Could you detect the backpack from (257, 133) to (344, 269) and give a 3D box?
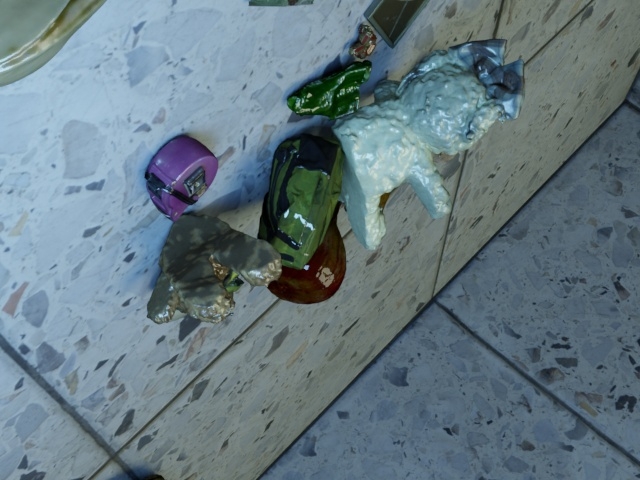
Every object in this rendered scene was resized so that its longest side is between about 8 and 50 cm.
[{"bbox_3d":[-0.042,-0.069,1.683,0.207,0.140,0.253,109,-4,-46],"label":"backpack"}]

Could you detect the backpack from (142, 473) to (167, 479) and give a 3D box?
[{"bbox_3d":[-0.490,0.755,2.237,0.353,0.201,0.378,-54,164,0],"label":"backpack"}]

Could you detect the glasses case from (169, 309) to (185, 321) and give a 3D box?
[{"bbox_3d":[-0.291,0.145,1.793,0.032,0.021,0.083,-57,160,23],"label":"glasses case"}]

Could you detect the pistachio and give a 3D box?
[{"bbox_3d":[-0.294,-0.237,0.890,0.226,0.136,0.136,-45,161,-21],"label":"pistachio"}]

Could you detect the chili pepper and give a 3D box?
[{"bbox_3d":[0.021,-0.276,1.638,0.216,0.062,0.108,-28,146,-46],"label":"chili pepper"}]

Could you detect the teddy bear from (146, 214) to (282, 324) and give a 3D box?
[{"bbox_3d":[-0.188,0.082,1.566,0.246,0.296,0.222,-32,131,-18],"label":"teddy bear"}]

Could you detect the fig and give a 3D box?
[{"bbox_3d":[-0.031,-0.008,1.960,0.190,0.191,0.290,48,46,-71],"label":"fig"}]

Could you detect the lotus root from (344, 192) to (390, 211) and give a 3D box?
[{"bbox_3d":[0.128,-0.134,2.101,0.108,0.095,0.190,-92,-155,-64],"label":"lotus root"}]

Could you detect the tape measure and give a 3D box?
[{"bbox_3d":[-0.217,-0.100,1.412,0.118,0.074,0.125,-46,163,-13],"label":"tape measure"}]

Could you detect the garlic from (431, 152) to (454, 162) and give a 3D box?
[{"bbox_3d":[0.269,-0.293,2.018,0.245,0.160,0.245,-11,136,-11],"label":"garlic"}]

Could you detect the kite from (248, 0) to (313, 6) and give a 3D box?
[{"bbox_3d":[-0.031,-0.425,1.309,0.229,0.012,0.250,-50,161,-9],"label":"kite"}]

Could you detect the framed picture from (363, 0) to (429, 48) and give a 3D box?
[{"bbox_3d":[0.185,-0.487,1.669,0.250,0.016,0.184,-52,161,8],"label":"framed picture"}]

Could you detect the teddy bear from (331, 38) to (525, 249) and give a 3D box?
[{"bbox_3d":[0.210,-0.198,1.798,0.362,0.327,0.375,-22,152,-9],"label":"teddy bear"}]

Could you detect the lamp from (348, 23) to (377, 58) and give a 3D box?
[{"bbox_3d":[0.082,-0.364,1.652,0.063,0.031,0.083,-53,164,15],"label":"lamp"}]
